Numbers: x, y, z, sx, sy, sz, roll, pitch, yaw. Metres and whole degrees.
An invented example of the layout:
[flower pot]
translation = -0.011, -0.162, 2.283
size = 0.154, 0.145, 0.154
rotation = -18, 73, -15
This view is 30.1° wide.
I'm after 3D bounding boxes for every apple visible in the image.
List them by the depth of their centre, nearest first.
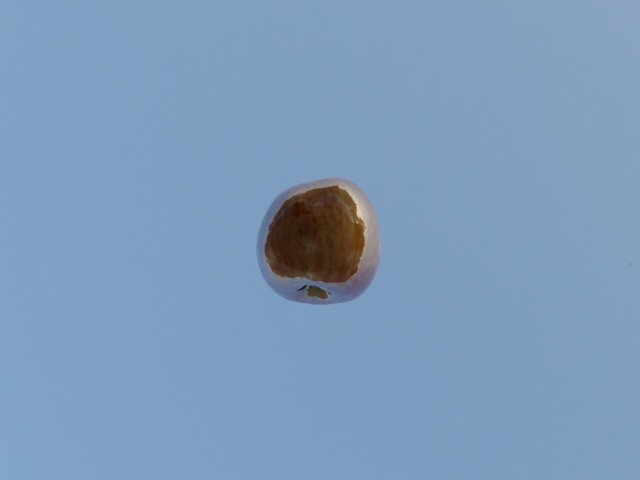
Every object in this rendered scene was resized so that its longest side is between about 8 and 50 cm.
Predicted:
[apple]
translation = 0.000, 0.000, 1.324
size = 0.146, 0.146, 0.131
rotation = -1, -106, 15
